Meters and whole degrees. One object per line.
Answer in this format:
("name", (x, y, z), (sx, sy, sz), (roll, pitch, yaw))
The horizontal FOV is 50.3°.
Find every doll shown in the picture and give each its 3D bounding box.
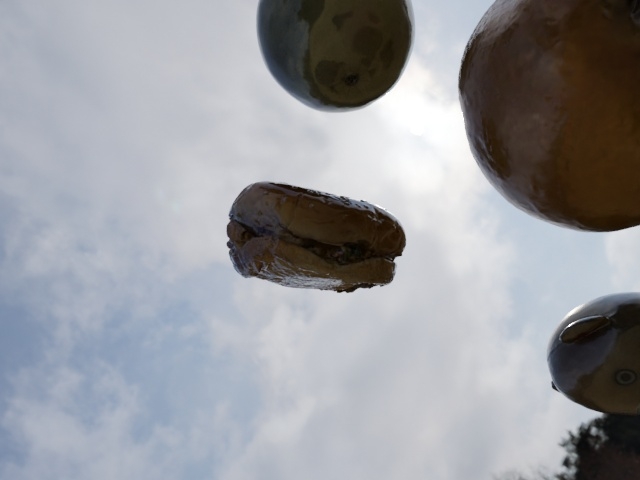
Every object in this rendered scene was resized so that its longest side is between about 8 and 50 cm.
("doll", (0.466, 0.134, 0.898), (0.235, 0.329, 0.174), (69, -167, -55))

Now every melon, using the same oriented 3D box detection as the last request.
("melon", (0.025, -0.369, 1.156), (0.268, 0.330, 0.269), (-7, -42, -6))

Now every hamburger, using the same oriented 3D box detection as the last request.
("hamburger", (0.000, 0.000, 0.950), (0.286, 0.243, 0.146), (20, -99, -54))

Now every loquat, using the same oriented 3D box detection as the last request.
("loquat", (0.322, -0.172, 0.798), (0.328, 0.328, 0.329), (-31, -48, -40))
